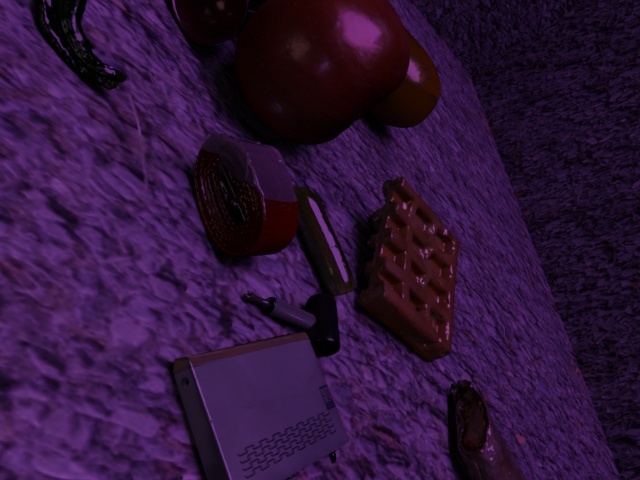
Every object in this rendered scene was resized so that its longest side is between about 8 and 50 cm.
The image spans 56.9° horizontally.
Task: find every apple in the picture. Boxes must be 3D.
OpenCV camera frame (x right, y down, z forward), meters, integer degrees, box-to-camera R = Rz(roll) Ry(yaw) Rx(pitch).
[{"bbox_3d":[0.003,-0.360,1.184,0.277,0.348,0.348,51,29,-7],"label":"apple"}]

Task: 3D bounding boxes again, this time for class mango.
[{"bbox_3d":[0.179,-0.539,1.760,0.446,0.232,0.300,53,33,1],"label":"mango"}]

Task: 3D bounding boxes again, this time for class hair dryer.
[{"bbox_3d":[-0.047,0.116,0.975,0.197,0.057,0.101,29,39,-35],"label":"hair dryer"}]

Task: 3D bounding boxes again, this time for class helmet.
[{"bbox_3d":[-0.201,-0.456,1.168,0.106,0.154,0.175,14,57,-79],"label":"helmet"}]

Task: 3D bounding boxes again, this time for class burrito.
[{"bbox_3d":[0.358,0.475,1.246,0.348,0.107,0.175,68,16,10],"label":"burrito"}]

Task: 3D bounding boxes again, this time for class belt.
[{"bbox_3d":[-0.114,-0.072,0.950,0.124,0.128,0.201,0,67,-59],"label":"belt"}]

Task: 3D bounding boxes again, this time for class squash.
[{"bbox_3d":[0.000,0.000,1.138,0.066,0.066,0.229,-8,71,-60],"label":"squash"}]

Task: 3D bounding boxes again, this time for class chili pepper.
[{"bbox_3d":[-0.361,-0.357,0.884,0.122,0.065,0.279,30,42,-57],"label":"chili pepper"}]

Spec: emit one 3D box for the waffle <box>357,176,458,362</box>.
[{"bbox_3d":[0.216,0.064,1.338,0.304,0.077,0.349,40,49,-37],"label":"waffle"}]

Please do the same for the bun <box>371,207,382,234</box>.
[{"bbox_3d":[0.178,-0.034,1.449,0.115,0.069,0.115,41,32,-33],"label":"bun"}]

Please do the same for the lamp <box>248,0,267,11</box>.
[{"bbox_3d":[-0.190,-0.644,1.314,0.203,0.124,0.284,14,50,-32],"label":"lamp"}]

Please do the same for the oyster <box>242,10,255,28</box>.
[{"bbox_3d":[-0.164,-0.507,1.351,0.108,0.053,0.166,44,24,-53],"label":"oyster"}]

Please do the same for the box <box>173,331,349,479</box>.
[{"bbox_3d":[-0.072,0.238,0.820,0.270,0.045,0.211,-2,66,-59],"label":"box"}]
